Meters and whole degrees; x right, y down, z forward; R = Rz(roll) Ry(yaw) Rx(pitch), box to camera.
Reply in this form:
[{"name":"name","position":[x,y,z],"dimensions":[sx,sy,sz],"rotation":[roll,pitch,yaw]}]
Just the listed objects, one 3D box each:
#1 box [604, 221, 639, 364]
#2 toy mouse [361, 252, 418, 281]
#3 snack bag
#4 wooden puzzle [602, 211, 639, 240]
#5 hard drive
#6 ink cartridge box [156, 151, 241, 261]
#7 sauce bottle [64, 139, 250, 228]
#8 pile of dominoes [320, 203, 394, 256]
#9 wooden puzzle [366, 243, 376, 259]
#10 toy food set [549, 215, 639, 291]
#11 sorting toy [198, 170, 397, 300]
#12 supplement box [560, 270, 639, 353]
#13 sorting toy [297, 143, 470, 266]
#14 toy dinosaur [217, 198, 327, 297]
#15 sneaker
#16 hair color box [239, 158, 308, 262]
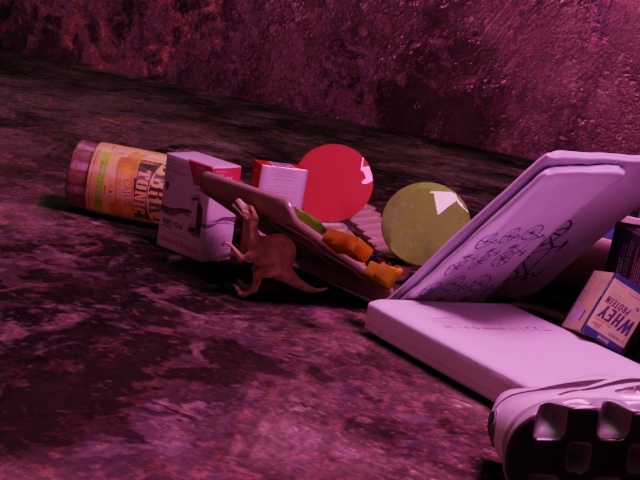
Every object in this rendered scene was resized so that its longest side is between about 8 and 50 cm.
[{"name":"box","position":[0.456,0.089,1.732],"dimensions":[0.143,0.165,0.270],"rotation":[9,11,-10]},{"name":"toy mouse","position":[0.071,0.037,1.994],"dimensions":[0.161,0.031,0.143],"rotation":[6,13,-24]},{"name":"snack bag","position":[0.277,-0.002,1.774],"dimensions":[0.342,0.323,0.037],"rotation":[-3,56,-48]},{"name":"wooden puzzle","position":[0.663,0.011,2.547],"dimensions":[0.322,0.080,0.348],"rotation":[18,13,34]},{"name":"hard drive","position":[0.241,0.140,1.591],"dimensions":[0.233,0.047,0.353],"rotation":[4,12,-32]},{"name":"ink cartridge box","position":[-0.169,-0.047,1.931],"dimensions":[0.099,0.135,0.056],"rotation":[19,17,40]},{"name":"sauce bottle","position":[-0.202,-0.070,2.080],"dimensions":[0.344,0.111,0.111],"rotation":[9,11,5]},{"name":"pile of dominoes","position":[0.020,-0.003,2.161],"dimensions":[0.196,0.040,0.251],"rotation":[0,20,-16]},{"name":"wooden puzzle","position":[0.087,0.020,2.150],"dimensions":[0.078,0.014,0.116],"rotation":[12,11,32]},{"name":"toy food set","position":[0.425,0.018,2.047],"dimensions":[0.220,0.092,0.306],"rotation":[15,-11,18]},{"name":"sorting toy","position":[0.000,0.000,1.787],"dimensions":[0.229,0.041,0.307],"rotation":[40,-13,-38]},{"name":"supplement box","position":[0.346,0.086,1.697],"dimensions":[0.056,0.083,0.083],"rotation":[32,-4,-9]},{"name":"sorting toy","position":[0.131,-0.015,2.045],"dimensions":[0.365,0.127,0.126],"rotation":[23,-16,11]},{"name":"toy dinosaur","position":[-0.066,0.033,1.754],"dimensions":[0.183,0.092,0.053],"rotation":[50,9,-30]},{"name":"sneaker","position":[0.313,0.175,1.280],"dimensions":[0.330,0.122,0.146],"rotation":[9,13,-8]},{"name":"hair color box","position":[-0.067,-0.038,1.962],"dimensions":[0.072,0.141,0.043],"rotation":[6,11,-21]}]
